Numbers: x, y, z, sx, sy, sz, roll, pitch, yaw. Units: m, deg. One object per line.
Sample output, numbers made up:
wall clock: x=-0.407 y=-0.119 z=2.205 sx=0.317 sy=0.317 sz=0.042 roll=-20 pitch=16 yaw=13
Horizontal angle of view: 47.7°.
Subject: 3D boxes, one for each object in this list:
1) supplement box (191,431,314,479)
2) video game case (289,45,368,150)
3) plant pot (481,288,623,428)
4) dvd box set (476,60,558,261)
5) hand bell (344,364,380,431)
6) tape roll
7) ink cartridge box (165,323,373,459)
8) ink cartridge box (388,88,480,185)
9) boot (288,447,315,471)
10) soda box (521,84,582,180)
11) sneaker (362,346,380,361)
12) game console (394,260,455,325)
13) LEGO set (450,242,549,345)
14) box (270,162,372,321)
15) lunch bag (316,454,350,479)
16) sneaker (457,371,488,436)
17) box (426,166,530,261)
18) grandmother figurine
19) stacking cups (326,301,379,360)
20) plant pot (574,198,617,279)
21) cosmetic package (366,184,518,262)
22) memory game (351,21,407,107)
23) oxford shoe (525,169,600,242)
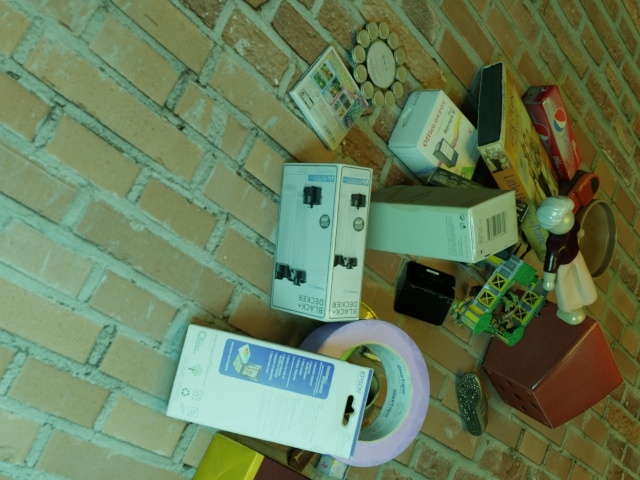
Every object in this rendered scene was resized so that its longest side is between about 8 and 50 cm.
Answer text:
supplement box: x=-0.136 y=0.492 z=1.340 sx=0.194 sy=0.129 sz=0.191 roll=41 pitch=68 yaw=-38
video game case: x=0.020 y=-0.286 z=1.461 sx=0.143 sy=0.019 sz=0.157 roll=-55 pitch=127 yaw=-24
plant pot: x=0.591 y=0.331 z=1.925 sx=0.236 sy=0.267 sz=0.267 roll=-44 pitch=123 yaw=-15
dvd box set: x=0.503 y=-0.193 z=1.810 sx=0.420 sy=0.062 sz=0.307 roll=51 pitch=37 yaw=-35
hand bell: x=0.092 y=0.397 z=1.576 sx=0.126 sy=0.126 sz=0.242 roll=-45 pitch=135 yaw=-30
tape roll: x=0.074 y=0.288 z=1.398 sx=0.275 sy=0.090 sz=0.274 roll=2 pitch=85 yaw=-27
ink cartridge box: x=-0.087 y=0.262 z=1.266 sx=0.333 sy=0.065 sz=0.165 roll=15 pitch=84 yaw=1
ink cartridge box: x=0.268 y=-0.220 z=1.649 sx=0.212 sy=0.093 sz=0.154 roll=37 pitch=71 yaw=-38
boot: x=-0.030 y=0.409 z=1.495 sx=0.114 sy=0.037 sz=0.106 roll=-40 pitch=118 yaw=-27
soda box: x=0.630 y=-0.291 z=1.982 sx=0.092 sy=0.083 sz=0.263 roll=-50 pitch=125 yaw=-27
sneaker: x=0.130 y=0.253 z=1.623 sx=0.083 sy=0.031 sz=0.035 roll=21 pitch=80 yaw=-42
game console: x=0.243 y=0.123 z=1.684 sx=0.122 sy=0.071 sz=0.107 roll=19 pitch=50 yaw=-8
LEGO set: x=0.417 y=0.111 z=1.807 sx=0.331 sy=0.192 sz=0.255 roll=11 pitch=111 yaw=-49
box: x=0.000 y=0.000 z=1.377 sx=0.087 sy=0.169 sz=0.289 roll=2 pitch=95 yaw=-43
lunch bag: x=0.041 y=0.473 z=1.556 sx=0.083 sy=0.053 sz=0.071 roll=40 pitch=70 yaw=-48
sneaker: x=0.400 y=0.414 z=1.885 sx=0.071 sy=0.066 sz=0.188 roll=-38 pitch=126 yaw=-52
box: x=0.339 y=-0.057 z=1.611 sx=0.051 sy=0.220 sz=0.175 roll=-56 pitch=161 yaw=-25
grandmother figurine: x=0.592 y=0.030 z=1.744 sx=0.208 sy=0.104 sz=0.342 roll=-59 pitch=136 yaw=-38
stacking cups: x=-0.006 y=0.257 z=1.460 sx=0.316 sy=0.096 sz=0.096 roll=-48 pitch=125 yaw=-25
plant pot: x=0.768 y=-0.006 z=2.129 sx=0.237 sy=0.110 sz=0.237 roll=-6 pitch=99 yaw=-41
cosmetic package: x=0.229 y=-0.041 z=1.489 sx=0.160 sy=0.309 sz=0.113 roll=-20 pitch=110 yaw=-41
memory game: x=0.127 y=-0.373 z=1.542 sx=0.186 sy=0.012 sz=0.186 roll=-2 pitch=93 yaw=-48
oxford shoe: x=0.661 y=-0.094 z=2.039 sx=0.271 sy=0.098 sz=0.097 roll=-42 pitch=128 yaw=-9
